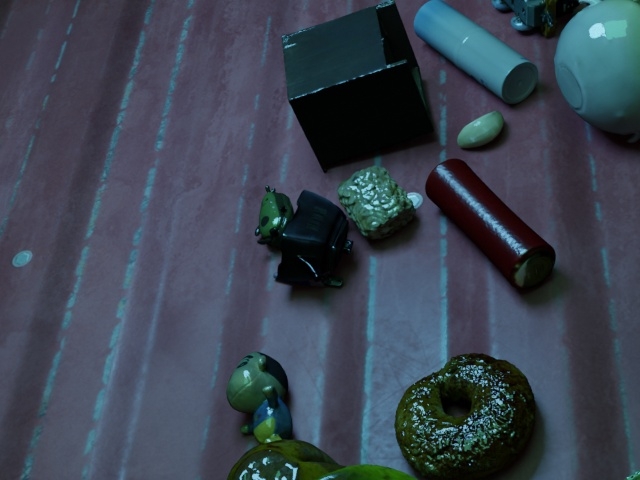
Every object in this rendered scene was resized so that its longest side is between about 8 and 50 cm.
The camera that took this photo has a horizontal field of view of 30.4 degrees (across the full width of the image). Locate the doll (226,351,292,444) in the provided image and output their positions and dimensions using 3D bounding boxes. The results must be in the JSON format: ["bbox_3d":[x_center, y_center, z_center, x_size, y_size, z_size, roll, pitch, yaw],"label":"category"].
[{"bbox_3d":[-0.083,0.219,1.580,0.089,0.102,0.179,17,38,-21],"label":"doll"}]

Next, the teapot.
[{"bbox_3d":[0.000,0.000,1.736,0.096,0.087,0.177,13,39,7],"label":"teapot"}]

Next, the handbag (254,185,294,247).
[{"bbox_3d":[-0.071,-0.036,1.825,0.072,0.047,0.111,-42,36,34],"label":"handbag"}]

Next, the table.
[{"bbox_3d":[0.062,-0.245,1.884,0.193,0.172,0.169,-18,46,11],"label":"table"}]

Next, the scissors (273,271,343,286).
[{"bbox_3d":[-0.016,0.052,1.751,0.113,0.012,0.039,13,55,30],"label":"scissors"}]

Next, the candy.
[{"bbox_3d":[0.084,-0.057,1.774,0.095,0.085,0.110,-31,56,4],"label":"candy"}]

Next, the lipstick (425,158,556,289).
[{"bbox_3d":[0.239,-0.027,1.679,0.080,0.080,0.241,-31,45,-8],"label":"lipstick"}]

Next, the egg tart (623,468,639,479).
[{"bbox_3d":[0.405,0.335,1.283,0.197,0.078,0.197,-11,48,13],"label":"egg tart"}]

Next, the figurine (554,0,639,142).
[{"bbox_3d":[0.528,-0.311,1.785,0.394,0.227,0.274,-26,16,-12],"label":"figurine"}]

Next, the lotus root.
[{"bbox_3d":[-0.032,0.310,1.409,0.188,0.180,0.199,-13,46,15],"label":"lotus root"}]

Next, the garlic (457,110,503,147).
[{"bbox_3d":[0.256,-0.174,1.837,0.083,0.041,0.053,-36,5,-20],"label":"garlic"}]

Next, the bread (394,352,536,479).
[{"bbox_3d":[0.182,0.221,1.486,0.193,0.064,0.193,-13,43,13],"label":"bread"}]

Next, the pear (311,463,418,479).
[{"bbox_3d":[0.046,0.374,1.246,0.286,0.282,0.176,-30,37,-7],"label":"pear"}]

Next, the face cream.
[{"bbox_3d":[0.252,-0.314,1.939,0.077,0.077,0.250,-33,46,-10],"label":"face cream"}]

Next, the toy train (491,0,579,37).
[{"bbox_3d":[0.365,-0.430,1.998,0.127,0.089,0.219,-18,43,-10],"label":"toy train"}]
